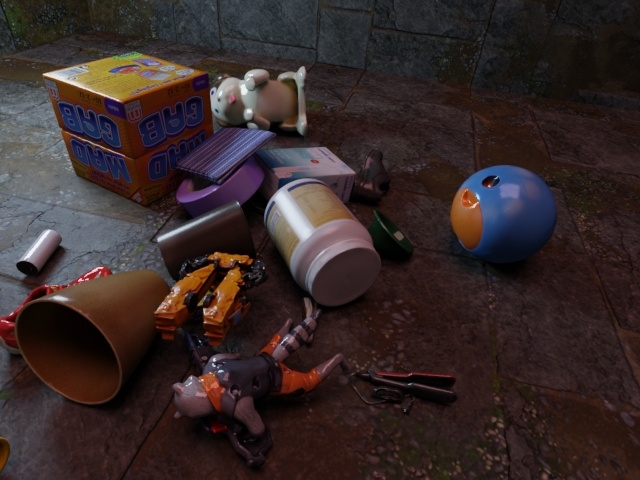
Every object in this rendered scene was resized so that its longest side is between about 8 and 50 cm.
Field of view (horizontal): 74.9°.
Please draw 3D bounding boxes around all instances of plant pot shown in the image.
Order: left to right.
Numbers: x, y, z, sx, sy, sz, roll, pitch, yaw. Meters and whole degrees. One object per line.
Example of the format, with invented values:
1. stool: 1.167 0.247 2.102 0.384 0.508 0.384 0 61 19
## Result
1. plant pot: -0.440 0.169 0.894 0.237 0.237 0.254 15 25 11

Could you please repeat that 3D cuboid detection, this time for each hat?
1. hat: 0.154 0.025 1.278 0.208 0.183 0.173 28 25 -46

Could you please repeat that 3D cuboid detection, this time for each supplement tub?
1. supplement tub: 0.000 0.000 1.127 0.228 0.228 0.316 -13 42 -21

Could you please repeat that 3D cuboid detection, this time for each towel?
1. towel: -0.315 -0.280 1.344 0.243 0.040 0.336 -45 38 -20

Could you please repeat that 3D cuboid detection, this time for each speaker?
1. speaker: -0.762 0.032 1.137 0.055 0.055 0.136 3 39 -3

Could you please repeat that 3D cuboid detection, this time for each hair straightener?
1. hair straightener: 0.175 0.319 0.892 0.230 0.047 0.089 8 38 4

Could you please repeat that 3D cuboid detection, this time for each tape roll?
1. tape roll: -0.317 -0.183 1.328 0.275 0.090 0.275 -21 35 16

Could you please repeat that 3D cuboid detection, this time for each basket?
1. basket: -0.309 0.007 1.131 0.227 0.204 0.154 -20 56 -16

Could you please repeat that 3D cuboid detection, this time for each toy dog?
1. toy dog: -0.280 -0.626 1.843 0.408 0.284 0.395 -3 26 -11

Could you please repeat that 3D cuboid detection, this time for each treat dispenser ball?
1. treat dispenser ball: 0.535 -0.077 1.235 0.288 0.288 0.288 3 39 -3

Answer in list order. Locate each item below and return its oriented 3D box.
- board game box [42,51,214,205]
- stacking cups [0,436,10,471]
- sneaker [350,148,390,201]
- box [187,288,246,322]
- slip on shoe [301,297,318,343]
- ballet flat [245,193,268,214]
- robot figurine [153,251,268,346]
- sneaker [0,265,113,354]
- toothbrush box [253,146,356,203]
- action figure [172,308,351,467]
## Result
1. board game box: -0.627 -0.400 1.449 0.356 0.356 0.356 23 42 21
2. stacking cups: -0.709 0.346 0.739 0.316 0.096 0.096 12 39 16
3. sneaker: 0.202 -0.233 1.557 0.130 0.109 0.286 19 49 7
4. box: -0.271 0.155 1.040 0.169 0.054 0.059 -8 41 -17
5. slip on shoe: -0.022 0.195 1.028 0.041 0.051 0.135 10 31 -14
6. ballet flat: -0.205 -0.128 1.405 0.173 0.049 0.057 25 43 23
7. robot figurine: -0.241 0.115 0.953 0.211 0.085 0.291 7 24 7
8. sneaker: -0.599 0.140 0.969 0.107 0.118 0.279 21 41 18
9. toothbrush box: -0.063 -0.220 1.450 0.296 0.126 0.216 -8 39 -30
10. action figure: -0.153 0.244 0.855 0.330 0.178 0.341 -19 45 -41
